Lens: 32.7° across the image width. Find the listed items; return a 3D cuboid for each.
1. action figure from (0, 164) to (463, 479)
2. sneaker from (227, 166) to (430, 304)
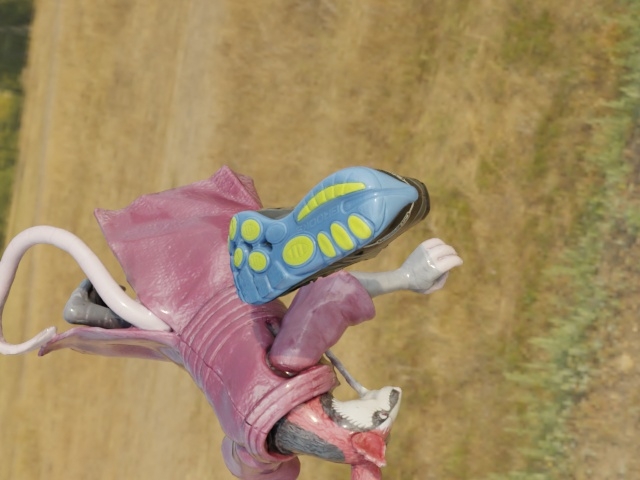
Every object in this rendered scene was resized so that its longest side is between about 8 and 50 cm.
[{"bbox_3d":[-0.068,0.072,0.886,0.370,0.275,0.248,40,116,45],"label":"action figure"},{"bbox_3d":[0.000,0.000,0.724,0.188,0.078,0.067,-23,74,49],"label":"sneaker"}]
